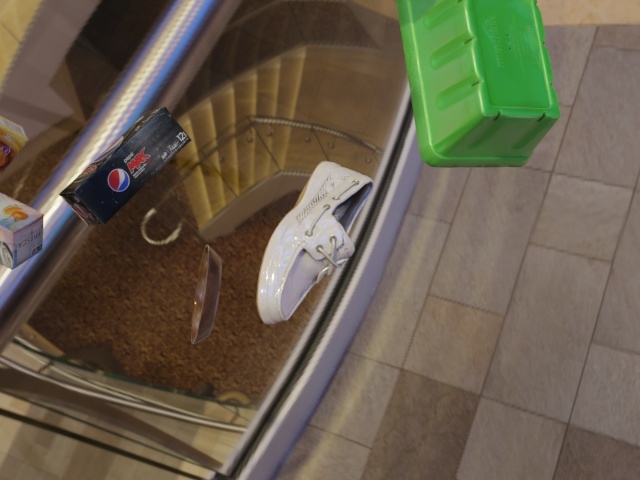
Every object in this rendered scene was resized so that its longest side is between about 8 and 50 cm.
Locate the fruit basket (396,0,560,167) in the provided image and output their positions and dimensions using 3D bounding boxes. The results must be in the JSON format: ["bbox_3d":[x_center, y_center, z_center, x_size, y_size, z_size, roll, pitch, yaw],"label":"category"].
[{"bbox_3d":[0.286,-0.310,1.520,0.283,0.392,0.391,-2,61,-22],"label":"fruit basket"}]

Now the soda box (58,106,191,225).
[{"bbox_3d":[-0.246,-0.095,0.980,0.053,0.060,0.169,0,44,51],"label":"soda box"}]

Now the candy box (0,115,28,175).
[{"bbox_3d":[-0.631,-0.190,1.363,0.109,0.187,0.053,-48,51,10],"label":"candy box"}]

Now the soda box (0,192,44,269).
[{"bbox_3d":[-0.446,-0.034,0.987,0.183,0.062,0.058,25,35,13],"label":"soda box"}]

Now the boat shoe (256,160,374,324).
[{"bbox_3d":[0.000,0.000,1.067,0.096,0.098,0.277,12,57,21],"label":"boat shoe"}]

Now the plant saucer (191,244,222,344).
[{"bbox_3d":[-0.190,0.092,1.295,0.029,0.168,0.168,8,65,-14],"label":"plant saucer"}]
